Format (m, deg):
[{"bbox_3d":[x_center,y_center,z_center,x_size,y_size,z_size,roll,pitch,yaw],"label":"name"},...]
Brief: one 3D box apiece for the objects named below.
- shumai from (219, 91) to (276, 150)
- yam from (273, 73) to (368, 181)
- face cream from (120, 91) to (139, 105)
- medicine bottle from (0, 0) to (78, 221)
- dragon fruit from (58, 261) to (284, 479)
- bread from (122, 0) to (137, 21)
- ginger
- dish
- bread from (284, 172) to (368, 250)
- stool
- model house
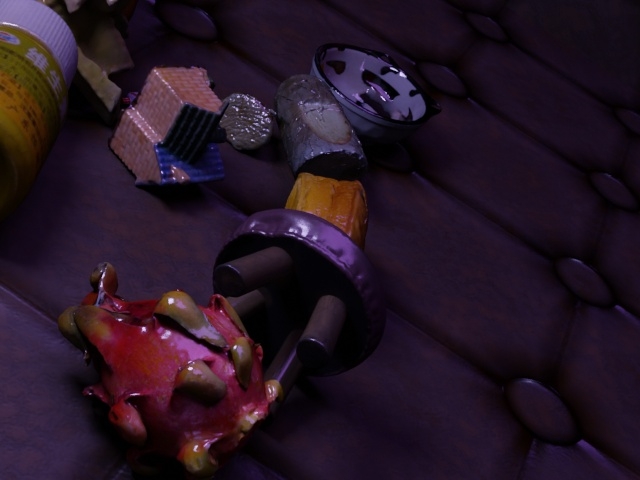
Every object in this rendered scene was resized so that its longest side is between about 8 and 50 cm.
[{"bbox_3d":[-0.132,-0.225,2.204,0.124,0.099,0.087,41,17,12],"label":"shumai"},{"bbox_3d":[-0.004,-0.190,2.203,0.154,0.154,0.254,12,34,-28],"label":"yam"},{"bbox_3d":[-0.330,-0.255,2.133,0.083,0.021,0.040,-11,50,-47],"label":"face cream"},{"bbox_3d":[-0.493,-0.203,1.736,0.224,0.224,0.384,24,32,-13],"label":"medicine bottle"},{"bbox_3d":[-0.201,0.169,1.506,0.307,0.243,0.227,11,38,46],"label":"dragon fruit"},{"bbox_3d":[-0.449,-0.539,2.130,0.143,0.323,0.333,35,32,23],"label":"bread"},{"bbox_3d":[-0.366,-0.417,2.008,0.211,0.413,0.358,31,18,24],"label":"ginger"},{"bbox_3d":[0.089,-0.286,2.433,0.303,0.120,0.303,22,33,-15],"label":"dish"},{"bbox_3d":[0.000,0.000,1.904,0.143,0.195,0.269,16,31,-6],"label":"bread"},{"bbox_3d":[-0.059,0.107,1.650,0.272,0.272,0.178,37,40,8],"label":"stool"},{"bbox_3d":[-0.227,-0.174,1.956,0.166,0.183,0.172,-6,46,-43],"label":"model house"}]
